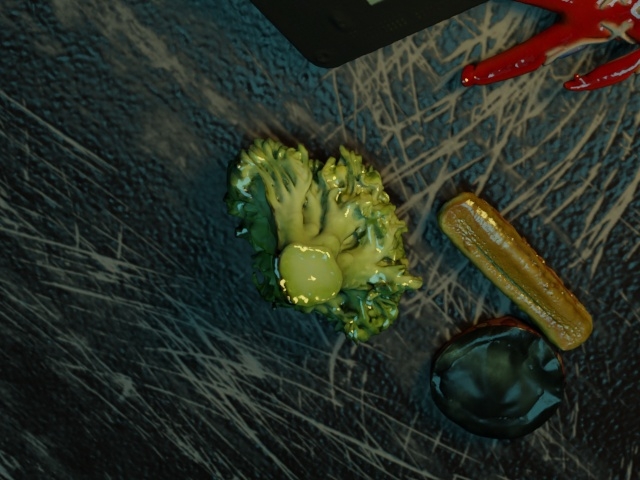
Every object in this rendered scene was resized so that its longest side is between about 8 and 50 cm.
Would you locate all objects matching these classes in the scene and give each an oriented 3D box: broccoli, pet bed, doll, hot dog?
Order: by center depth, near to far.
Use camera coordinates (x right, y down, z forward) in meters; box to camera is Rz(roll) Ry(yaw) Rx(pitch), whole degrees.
[{"bbox_3d":[0.358,-0.285,1.267,0.384,0.099,0.188,-7,109,17],"label":"doll"},{"bbox_3d":[0.000,0.000,1.341,0.288,0.245,0.247,16,102,-6],"label":"broccoli"},{"bbox_3d":[0.274,0.043,1.426,0.088,0.061,0.286,-36,103,19],"label":"hot dog"},{"bbox_3d":[0.263,0.204,1.493,0.201,0.053,0.201,2,111,6],"label":"pet bed"}]

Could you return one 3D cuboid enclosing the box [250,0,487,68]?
[{"bbox_3d":[0.085,-0.338,1.214,0.350,0.058,0.211,-20,138,30],"label":"box"}]
